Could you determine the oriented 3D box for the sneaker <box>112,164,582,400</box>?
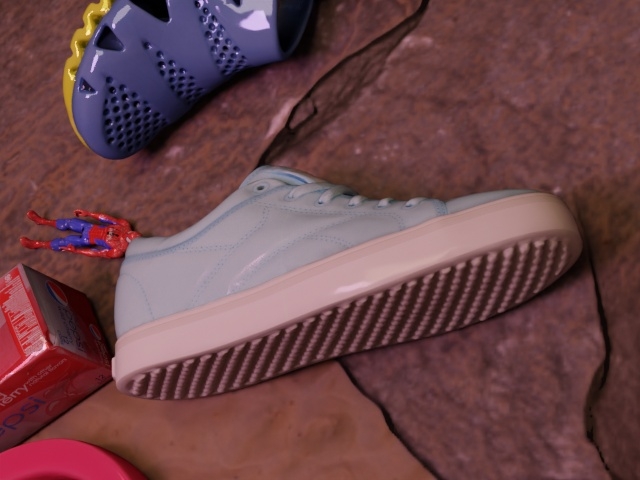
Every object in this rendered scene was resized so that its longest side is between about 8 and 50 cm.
[{"bbox_3d":[0.000,0.000,1.168,0.366,0.135,0.150,-17,68,22],"label":"sneaker"}]

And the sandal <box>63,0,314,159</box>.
[{"bbox_3d":[-0.071,-0.182,1.285,0.317,0.126,0.138,-48,61,7],"label":"sandal"}]

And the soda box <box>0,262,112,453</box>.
[{"bbox_3d":[-0.294,0.133,1.304,0.263,0.092,0.083,-35,59,14],"label":"soda box"}]

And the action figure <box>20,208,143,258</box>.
[{"bbox_3d":[-0.192,-0.005,1.338,0.115,0.030,0.038,4,69,28],"label":"action figure"}]

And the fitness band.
[{"bbox_3d":[-0.240,0.270,1.252,0.291,0.054,0.209,-26,59,17],"label":"fitness band"}]
